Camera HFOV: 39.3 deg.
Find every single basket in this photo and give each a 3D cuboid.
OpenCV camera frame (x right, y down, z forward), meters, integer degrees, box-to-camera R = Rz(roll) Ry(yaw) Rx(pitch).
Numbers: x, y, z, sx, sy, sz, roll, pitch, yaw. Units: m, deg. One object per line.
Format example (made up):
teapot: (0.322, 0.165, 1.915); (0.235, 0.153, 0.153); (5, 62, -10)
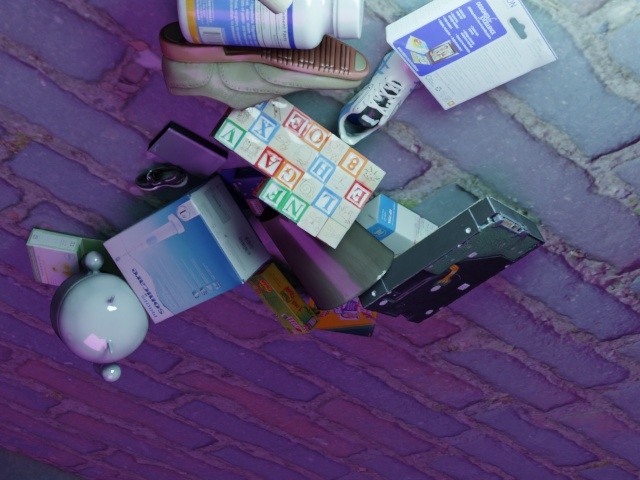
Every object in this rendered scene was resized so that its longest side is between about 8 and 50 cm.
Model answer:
basket: (0.000, 0.000, 1.784); (0.204, 0.154, 0.227); (-30, 112, 29)

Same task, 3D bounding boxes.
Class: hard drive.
hard drive: (0.265, 0.047, 1.830); (0.339, 0.064, 0.237); (-36, 150, 25)
hard drive: (-0.266, -0.178, 1.797); (0.135, 0.022, 0.094); (28, 141, -25)

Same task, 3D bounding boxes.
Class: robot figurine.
robot figurine: (-0.506, 0.170, 2.051); (0.200, 0.300, 0.353); (-12, -173, -22)

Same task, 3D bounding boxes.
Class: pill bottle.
pill bottle: (-0.071, -0.372, 1.373); (0.272, 0.152, 0.152); (3, 144, 6)

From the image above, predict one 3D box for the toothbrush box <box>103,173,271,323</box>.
toothbrush box: (-0.287, 0.023, 1.914); (0.295, 0.126, 0.216); (-26, 100, 36)

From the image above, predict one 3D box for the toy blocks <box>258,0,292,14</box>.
toy blocks: (-0.054, -0.478, 1.084); (0.288, 0.309, 0.260); (-23, 141, 35)

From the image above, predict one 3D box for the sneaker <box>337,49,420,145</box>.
sneaker: (0.109, -0.249, 1.567); (0.085, 0.086, 0.237); (24, 141, -18)

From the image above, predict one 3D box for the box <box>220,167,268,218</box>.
box: (-0.085, -0.103, 1.855); (0.225, 0.036, 0.136); (-4, 143, 19)

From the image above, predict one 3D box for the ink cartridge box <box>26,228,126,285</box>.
ink cartridge box: (-0.577, 0.056, 2.165); (0.235, 0.056, 0.171); (11, 145, -1)

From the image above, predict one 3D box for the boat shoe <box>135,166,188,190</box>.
boat shoe: (-0.334, -0.130, 1.846); (0.125, 0.046, 0.038); (3, 154, 28)

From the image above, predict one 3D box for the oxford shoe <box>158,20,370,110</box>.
oxford shoe: (-0.094, -0.284, 1.504); (0.348, 0.123, 0.130); (8, 131, 1)

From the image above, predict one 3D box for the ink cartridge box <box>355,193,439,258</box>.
ink cartridge box: (0.171, 0.007, 1.916); (0.231, 0.078, 0.134); (28, 141, -26)

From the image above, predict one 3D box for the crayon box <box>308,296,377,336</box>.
crayon box: (0.059, 0.116, 2.089); (0.165, 0.081, 0.278); (8, 145, 1)

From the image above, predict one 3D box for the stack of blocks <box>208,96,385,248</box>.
stack of blocks: (-0.054, -0.138, 1.628); (0.297, 0.171, 0.087); (35, 178, -16)

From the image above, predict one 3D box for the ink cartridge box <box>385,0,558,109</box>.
ink cartridge box: (0.242, -0.314, 1.426); (0.208, 0.045, 0.206); (-21, 143, 26)

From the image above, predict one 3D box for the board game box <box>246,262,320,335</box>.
board game box: (-0.090, 0.140, 2.107); (0.181, 0.043, 0.092); (51, 149, -12)
